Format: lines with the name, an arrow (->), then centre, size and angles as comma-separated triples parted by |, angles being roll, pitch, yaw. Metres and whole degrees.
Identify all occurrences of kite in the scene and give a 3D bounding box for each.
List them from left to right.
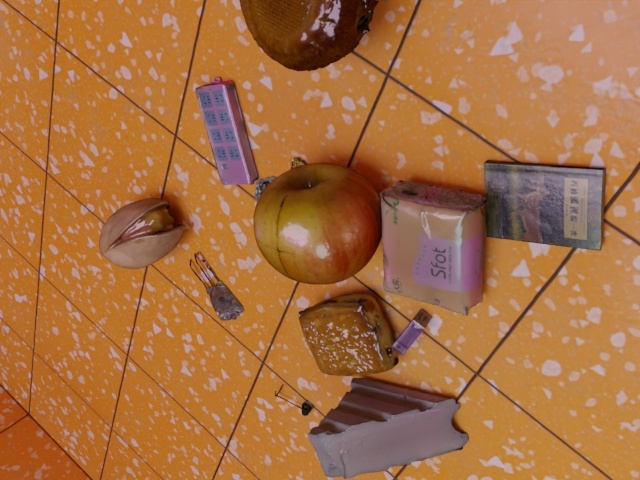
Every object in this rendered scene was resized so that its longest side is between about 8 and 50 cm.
kite -> -0.317, 0.140, 2.058 | 0.127, 0.016, 0.229 | -34, 91, 41

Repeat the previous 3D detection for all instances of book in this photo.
book -> 0.424, -0.070, 1.333 | 0.228, 0.024, 0.160 | 9, 117, 36

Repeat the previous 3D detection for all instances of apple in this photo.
apple -> -0.004, -0.034, 1.526 | 0.285, 0.286, 0.233 | 12, 130, 34

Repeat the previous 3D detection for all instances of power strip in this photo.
power strip -> -0.234, -0.266, 1.745 | 0.109, 0.037, 0.279 | 3, 115, 38

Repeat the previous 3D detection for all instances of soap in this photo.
soap -> 0.162, 0.479, 1.689 | 0.302, 0.257, 0.159 | 3, 114, 37

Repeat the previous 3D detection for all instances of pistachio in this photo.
pistachio -> -0.526, -0.019, 2.019 | 0.299, 0.187, 0.188 | -26, 96, 40

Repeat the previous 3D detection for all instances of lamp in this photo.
lamp -> -0.079, 0.472, 2.038 | 0.121, 0.041, 0.054 | 32, 139, 17

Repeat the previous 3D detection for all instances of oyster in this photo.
oyster -> -0.126, -0.124, 1.750 | 0.100, 0.037, 0.098 | 42, 117, 41

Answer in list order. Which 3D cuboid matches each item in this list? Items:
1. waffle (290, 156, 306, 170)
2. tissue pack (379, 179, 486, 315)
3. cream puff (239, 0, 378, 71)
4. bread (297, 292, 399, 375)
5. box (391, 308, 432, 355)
waffle -> -0.052, -0.154, 1.676 | 0.078, 0.016, 0.085 | 48, 135, 8
tissue pack -> 0.237, 0.010, 1.462 | 0.214, 0.123, 0.257 | 15, 130, 30
cream puff -> -0.014, -0.480, 1.333 | 0.303, 0.212, 0.303 | 17, 116, 38
bread -> 0.071, 0.232, 1.740 | 0.235, 0.099, 0.211 | -12, 108, 37
box -> 0.215, 0.216, 1.642 | 0.036, 0.050, 0.117 | 36, 131, 8
